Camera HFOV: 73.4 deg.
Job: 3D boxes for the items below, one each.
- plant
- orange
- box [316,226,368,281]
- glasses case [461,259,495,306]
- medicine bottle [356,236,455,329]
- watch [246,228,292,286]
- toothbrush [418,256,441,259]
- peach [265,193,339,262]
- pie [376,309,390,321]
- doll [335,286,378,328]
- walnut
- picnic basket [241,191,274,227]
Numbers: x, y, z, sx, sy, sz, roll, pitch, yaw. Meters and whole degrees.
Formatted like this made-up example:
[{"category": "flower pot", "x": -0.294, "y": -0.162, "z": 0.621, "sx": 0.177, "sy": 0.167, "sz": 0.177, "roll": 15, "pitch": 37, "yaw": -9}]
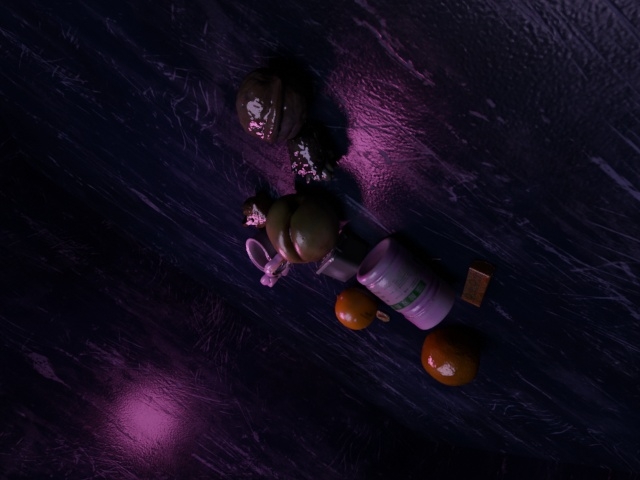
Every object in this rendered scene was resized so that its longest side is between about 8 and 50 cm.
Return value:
[{"category": "plant", "x": -0.029, "y": -0.270, "z": 1.380, "sx": 0.129, "sy": 0.132, "sz": 0.195, "roll": 12, "pitch": 141, "yaw": 39}, {"category": "orange", "x": 0.571, "y": 0.510, "z": 1.895, "sx": 0.264, "sy": 0.264, "sz": 0.264, "roll": 25, "pitch": 151, "yaw": 15}, {"category": "box", "x": 0.092, "y": 0.071, "z": 1.781, "sx": 0.134, "sy": 0.163, "sz": 0.243, "roll": 26, "pitch": 152, "yaw": -7}, {"category": "glasses case", "x": 0.560, "y": 0.154, "z": 1.530, "sx": 0.075, "sy": 0.049, "sz": 0.218, "roll": 27, "pitch": 152, "yaw": 25}, {"category": "medicine bottle", "x": 0.320, "y": 0.162, "z": 1.619, "sx": 0.325, "sy": 0.212, "sz": 0.212, "roll": 39, "pitch": 152, "yaw": -11}, {"category": "watch", "x": -0.254, "y": 0.067, "z": 2.129, "sx": 0.217, "sy": 0.210, "sz": 0.249, "roll": 45, "pitch": 147, "yaw": 17}, {"category": "toothbrush", "x": 0.406, "y": 0.068, "z": 1.597, "sx": 0.096, "sy": 0.006, "sz": 0.008, "roll": -1, "pitch": 135, "yaw": 47}, {"category": "peach", "x": -0.064, "y": -0.046, "z": 1.659, "sx": 0.291, "sy": 0.248, "sz": 0.292, "roll": 7, "pitch": 141, "yaw": 6}, {"category": "pie", "x": 0.316, "y": 0.384, "z": 2.179, "sx": 0.084, "sy": 0.020, "sz": 0.084, "roll": 25, "pitch": 151, "yaw": 15}, {"category": "doll", "x": 0.151, "y": 0.314, "z": 2.065, "sx": 0.236, "sy": 0.213, "sz": 0.213, "roll": 20, "pitch": 152, "yaw": 49}, {"category": "walnut", "x": -0.137, "y": -0.393, "z": 1.234, "sx": 0.224, "sy": 0.224, "sz": 0.224, "roll": 25, "pitch": 151, "yaw": 15}, {"category": "picnic basket", "x": -0.284, "y": -0.122, "z": 1.878, "sx": 0.178, "sy": 0.128, "sz": 0.138, "roll": -19, "pitch": 122, "yaw": 45}]
